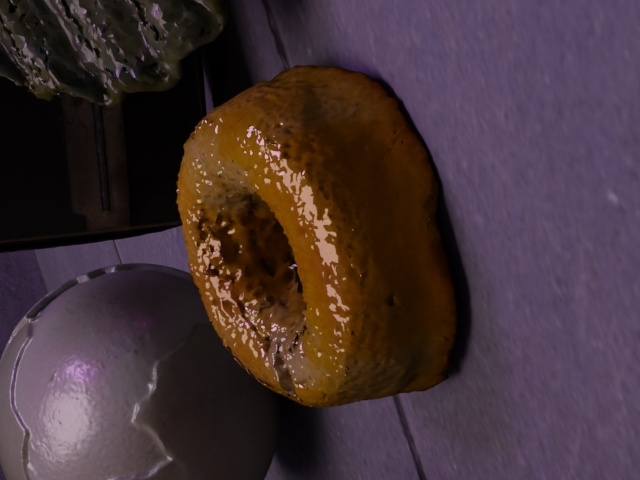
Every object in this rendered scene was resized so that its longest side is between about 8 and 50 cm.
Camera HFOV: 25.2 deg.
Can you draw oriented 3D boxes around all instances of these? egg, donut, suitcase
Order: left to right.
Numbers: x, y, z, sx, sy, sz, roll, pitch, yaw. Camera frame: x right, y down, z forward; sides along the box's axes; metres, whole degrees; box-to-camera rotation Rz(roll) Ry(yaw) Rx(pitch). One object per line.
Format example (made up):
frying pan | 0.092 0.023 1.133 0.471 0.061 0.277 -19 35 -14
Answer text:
suitcase | -0.294 -0.129 1.165 0.194 0.433 0.283 -164 69 -78
egg | -0.174 0.158 1.363 0.278 0.278 0.336 64 159 22
donut | -0.002 -0.001 0.965 0.253 0.118 0.253 33 133 43

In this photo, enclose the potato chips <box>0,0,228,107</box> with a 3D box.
potato chips | -0.202 -0.303 0.981 0.358 0.070 0.429 -41 81 28
